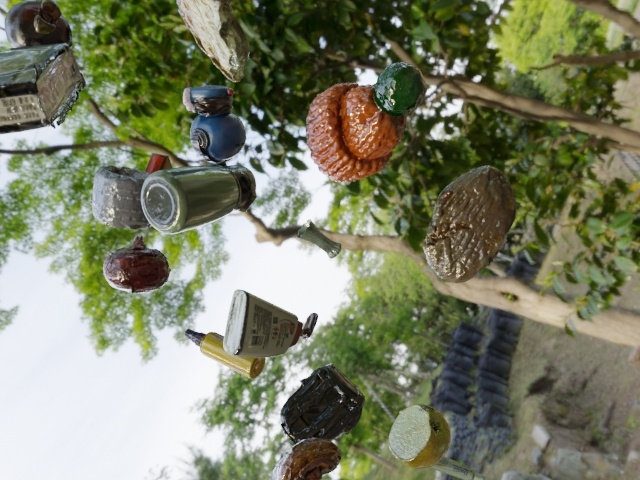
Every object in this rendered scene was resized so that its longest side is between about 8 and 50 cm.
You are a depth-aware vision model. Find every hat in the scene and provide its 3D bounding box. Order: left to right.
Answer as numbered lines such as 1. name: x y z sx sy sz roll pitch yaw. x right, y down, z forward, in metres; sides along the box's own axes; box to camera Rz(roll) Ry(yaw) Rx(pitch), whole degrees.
1. hat: 0.160 -0.334 1.604 0.285 0.400 0.286 10 -105 -41

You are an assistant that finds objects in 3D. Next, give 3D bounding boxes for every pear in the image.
1. pear: 0.224 0.432 1.242 0.141 0.104 0.141 -44 25 28

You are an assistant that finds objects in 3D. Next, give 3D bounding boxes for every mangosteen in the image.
1. mangosteen: -0.656 -0.496 1.343 0.152 0.152 0.153 -56 -22 -36

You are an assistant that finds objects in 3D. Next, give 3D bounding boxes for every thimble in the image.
1. thimble: -0.623 -0.138 1.821 0.205 0.236 0.172 -4 -69 -61

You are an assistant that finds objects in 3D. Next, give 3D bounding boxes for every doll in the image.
1. doll: -0.427 -0.473 2.348 0.284 0.240 0.310 -30 -57 -54

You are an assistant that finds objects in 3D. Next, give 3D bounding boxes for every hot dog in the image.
1. hot dog: -0.037 0.476 1.201 0.160 0.099 0.227 -40 -16 -16

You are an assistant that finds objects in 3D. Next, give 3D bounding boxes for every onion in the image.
1. onion: -0.687 0.091 2.154 0.252 0.251 0.219 34 -118 -72

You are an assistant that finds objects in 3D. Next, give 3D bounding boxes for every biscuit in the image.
1. biscuit: -0.313 -0.649 1.742 0.078 0.329 0.335 -44 18 -16

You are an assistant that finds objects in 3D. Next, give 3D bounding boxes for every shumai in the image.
1. shumai: 0.435 -0.047 1.688 0.283 0.216 0.346 -2 -69 -79

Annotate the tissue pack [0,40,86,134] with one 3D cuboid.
1. tissue pack: -0.653 -0.277 1.058 0.259 0.360 0.122 -104 6 -56

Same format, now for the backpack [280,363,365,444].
1. backpack: 0.002 0.473 1.619 0.258 0.206 0.133 -35 -24 -27

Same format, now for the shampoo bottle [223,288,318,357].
1. shampoo bottle: -0.110 0.210 1.396 0.284 0.071 0.153 17 -98 -53

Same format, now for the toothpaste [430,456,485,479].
1. toothpaste: 0.382 0.690 1.767 0.067 0.255 0.037 -62 -13 -48

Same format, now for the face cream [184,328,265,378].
1. face cream: -0.293 0.323 1.700 0.078 0.273 0.078 -41 -40 -46

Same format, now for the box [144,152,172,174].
1. box: -0.587 -0.188 2.098 0.240 0.074 0.153 97 -179 -63

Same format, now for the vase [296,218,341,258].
1. vase: 0.000 0.000 1.931 0.081 0.148 0.081 -48 17 21

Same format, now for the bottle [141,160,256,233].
1. bottle: -0.315 -0.130 1.578 0.347 0.168 0.169 -23 -48 -56
